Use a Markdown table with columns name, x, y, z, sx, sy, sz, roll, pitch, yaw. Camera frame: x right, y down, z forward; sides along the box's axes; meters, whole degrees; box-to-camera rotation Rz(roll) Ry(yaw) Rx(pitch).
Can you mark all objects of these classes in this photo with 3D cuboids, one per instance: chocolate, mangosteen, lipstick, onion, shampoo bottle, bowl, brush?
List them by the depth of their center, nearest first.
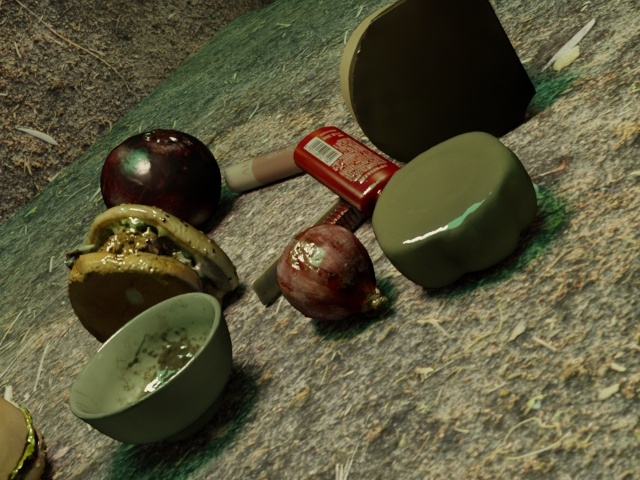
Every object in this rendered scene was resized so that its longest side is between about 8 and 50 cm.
| name | x | y | z | sx | sy | sz | roll | pitch | yaw |
| --- | --- | --- | --- | --- | --- | --- | --- | --- | --- |
| onion | 0.027 | 0.062 | 1.560 | 0.195 | 0.159 | 0.159 | 29 | 63 | 38 |
| bowl | -0.249 | 0.232 | 1.584 | 0.289 | 0.146 | 0.289 | -27 | 24 | 13 |
| shampoo bottle | 0.075 | -0.119 | 1.809 | 0.118 | 0.076 | 0.314 | -28 | 40 | -21 |
| brush | 0.000 | 0.000 | 1.819 | 0.321 | 0.060 | 0.050 | -44 | 35 | -21 |
| chocolate | 0.196 | -0.332 | 1.893 | 0.326 | 0.314 | 0.297 | -32 | 19 | 9 |
| lipstick | -0.114 | -0.174 | 2.292 | 0.254 | 0.070 | 0.070 | -15 | 29 | 38 |
| mangosteen | -0.373 | -0.118 | 2.305 | 0.297 | 0.293 | 0.297 | -7 | 9 | 1 |

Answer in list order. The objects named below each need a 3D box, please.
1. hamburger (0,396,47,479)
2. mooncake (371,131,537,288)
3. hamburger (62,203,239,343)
| name | x | y | z | sx | sy | sz | roll | pitch | yaw |
| --- | --- | --- | --- | --- | --- | --- | --- | --- | --- |
| hamburger | -0.608 | 0.404 | 1.687 | 0.300 | 0.176 | 0.300 | -28 | 24 | 14 |
| mooncake | 0.211 | -0.044 | 1.528 | 0.275 | 0.135 | 0.275 | -28 | 27 | 16 |
| hamburger | -0.341 | 0.072 | 1.878 | 0.318 | 0.277 | 0.195 | -13 | 39 | 32 |
